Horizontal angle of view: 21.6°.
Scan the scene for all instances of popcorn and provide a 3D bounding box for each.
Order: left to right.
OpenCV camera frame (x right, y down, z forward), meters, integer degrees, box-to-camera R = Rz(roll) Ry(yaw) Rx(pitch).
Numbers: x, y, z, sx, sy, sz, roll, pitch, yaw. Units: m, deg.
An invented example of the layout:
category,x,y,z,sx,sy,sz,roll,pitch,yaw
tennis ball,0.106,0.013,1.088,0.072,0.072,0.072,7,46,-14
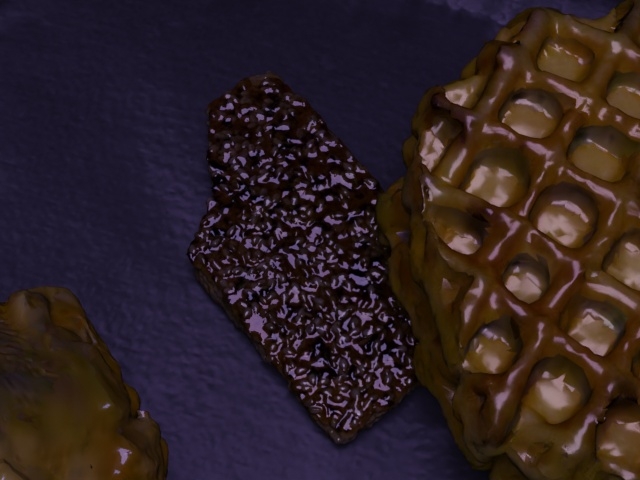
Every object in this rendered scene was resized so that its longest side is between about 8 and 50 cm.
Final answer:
category,x,y,z,sx,sy,sz,roll,pitch,yaw
popcorn,-0.200,0.123,0.898,0.250,0.190,0.250,27,34,-20

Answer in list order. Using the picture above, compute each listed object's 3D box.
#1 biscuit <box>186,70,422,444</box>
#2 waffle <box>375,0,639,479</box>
category,x,y,z,sx,sy,sz,roll,pitch,yaw
biscuit,-0.012,0.003,1.053,0.131,0.026,0.237,-35,72,-17
waffle,0.174,0.013,0.977,0.261,0.151,0.324,-4,63,-16
